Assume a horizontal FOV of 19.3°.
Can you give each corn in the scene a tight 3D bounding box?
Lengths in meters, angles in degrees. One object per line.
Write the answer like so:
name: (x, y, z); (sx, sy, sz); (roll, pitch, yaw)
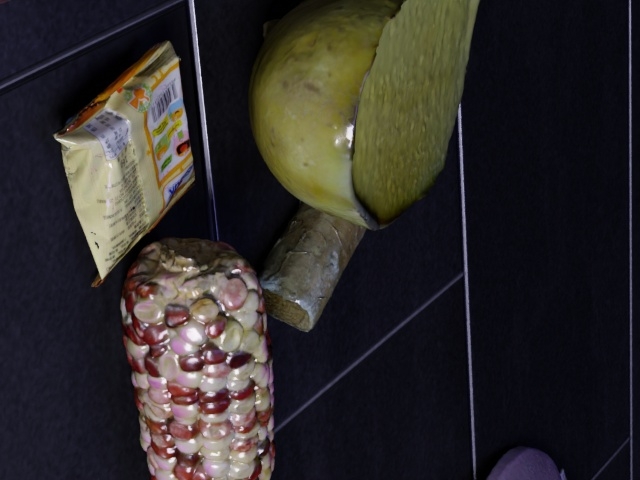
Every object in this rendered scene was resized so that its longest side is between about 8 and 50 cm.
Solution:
corn: (-0.074, 0.127, 1.183); (0.092, 0.092, 0.280); (-37, 133, -49)

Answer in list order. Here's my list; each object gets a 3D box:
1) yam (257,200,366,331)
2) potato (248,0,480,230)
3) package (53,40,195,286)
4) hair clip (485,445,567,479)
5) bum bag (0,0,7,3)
yam: (0.000, 0.000, 1.294); (0.132, 0.054, 0.054); (-60, 145, -30)
potato: (0.017, -0.103, 1.230); (0.271, 0.111, 0.160); (-45, 145, -64)
package: (-0.112, -0.048, 1.112); (0.108, 0.031, 0.121); (-49, 143, -40)
hair clip: (0.153, 0.263, 1.618); (0.095, 0.110, 0.358); (-48, 170, 31)
bum bag: (-0.191, -0.158, 0.948); (0.159, 0.026, 0.109); (-35, 127, -50)
